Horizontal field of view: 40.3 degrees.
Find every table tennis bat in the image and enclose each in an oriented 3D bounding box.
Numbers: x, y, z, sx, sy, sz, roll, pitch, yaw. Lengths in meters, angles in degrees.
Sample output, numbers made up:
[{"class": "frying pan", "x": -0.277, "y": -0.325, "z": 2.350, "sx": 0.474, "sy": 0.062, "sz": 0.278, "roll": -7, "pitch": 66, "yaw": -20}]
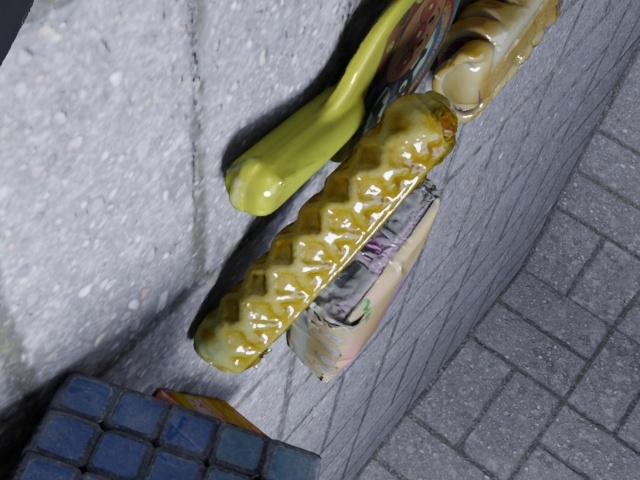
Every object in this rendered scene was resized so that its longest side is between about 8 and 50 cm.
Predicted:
[{"class": "table tennis bat", "x": 0.037, "y": -0.139, "z": 0.833, "sx": 0.369, "sy": 0.054, "sz": 0.224, "roll": -45, "pitch": 164, "yaw": -38}]

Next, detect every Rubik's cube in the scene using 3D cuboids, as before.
[{"class": "Rubik's cube", "x": -0.155, "y": 0.290, "z": 0.707, "sx": 0.237, "sy": 0.237, "sz": 0.238, "roll": -76, "pitch": -174, "yaw": -51}]

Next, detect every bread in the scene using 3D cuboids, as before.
[{"class": "bread", "x": 0.209, "y": -0.253, "z": 1.035, "sx": 0.225, "sy": 0.081, "sz": 0.134, "roll": -50, "pitch": 157, "yaw": -9}, {"class": "bread", "x": 0.000, "y": -0.001, "z": 0.857, "sx": 0.084, "sy": 0.077, "sz": 0.367, "roll": 28, "pitch": 115, "yaw": -34}]

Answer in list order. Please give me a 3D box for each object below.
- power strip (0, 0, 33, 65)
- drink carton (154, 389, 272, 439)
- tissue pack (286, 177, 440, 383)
[{"class": "power strip", "x": -0.153, "y": -0.112, "z": 0.396, "sx": 0.111, "sy": 0.038, "sz": 0.029, "roll": -57, "pitch": 164, "yaw": 12}, {"class": "drink carton", "x": -0.130, "y": 0.231, "z": 1.002, "sx": 0.071, "sy": 0.096, "sz": 0.223, "roll": -53, "pitch": 163, "yaw": -5}, {"class": "tissue pack", "x": 0.038, "y": 0.042, "z": 1.062, "sx": 0.215, "sy": 0.123, "sz": 0.256, "roll": -51, "pitch": 170, "yaw": -19}]
